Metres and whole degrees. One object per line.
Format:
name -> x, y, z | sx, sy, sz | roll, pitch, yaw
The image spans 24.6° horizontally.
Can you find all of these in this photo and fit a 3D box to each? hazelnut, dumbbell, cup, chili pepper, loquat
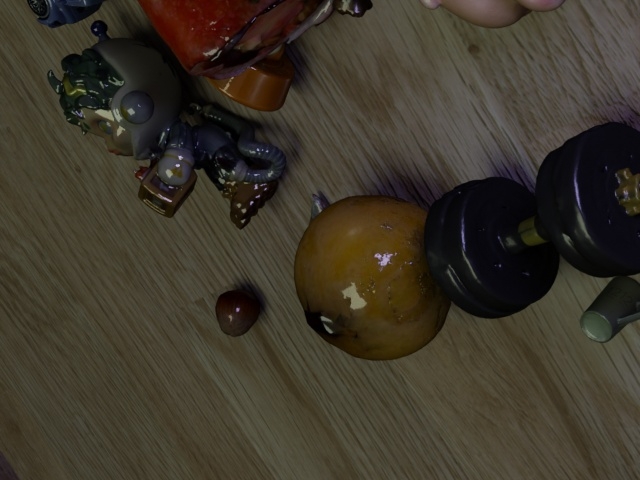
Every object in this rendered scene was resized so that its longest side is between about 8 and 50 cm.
hazelnut -> -0.139, 0.120, 2.440 | 0.086, 0.086, 0.086 | 28, 137, 29
dumbbell -> 0.279, -0.019, 1.792 | 0.388, 0.185, 0.185 | -25, 101, 52
cup -> 0.378, 0.094, 1.861 | 0.075, 0.083, 0.054 | 31, 138, 24
chili pepper -> 0.000, 0.000, 2.223 | 0.050, 0.041, 0.153 | 9, 112, 18
chili pepper -> -0.131, -0.386, 1.880 | 0.251, 0.229, 0.305 | -31, 90, 11
loquat -> 0.077, 0.049, 2.024 | 0.235, 0.235, 0.235 | 28, 137, 29

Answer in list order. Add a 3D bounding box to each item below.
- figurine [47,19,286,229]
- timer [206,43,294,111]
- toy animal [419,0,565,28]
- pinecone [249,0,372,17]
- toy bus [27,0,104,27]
figurine -> -0.247, -0.163, 2.240 | 0.382, 0.186, 0.261 | 42, 154, 4
timer -> -0.076, -0.276, 2.035 | 0.132, 0.132, 0.152 | 40, 117, 16
toy animal -> 0.212, -0.324, 1.638 | 0.171, 0.171, 0.198 | 49, 147, 5
pinecone -> -0.019, -0.419, 1.643 | 0.384, 0.384, 0.384 | 28, 137, 29
toy bus -> -0.356, -0.445, 2.163 | 0.133, 0.125, 0.292 | 28, 136, 28
